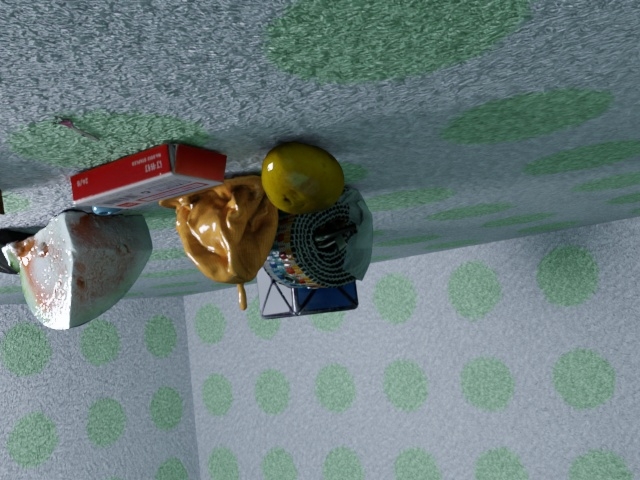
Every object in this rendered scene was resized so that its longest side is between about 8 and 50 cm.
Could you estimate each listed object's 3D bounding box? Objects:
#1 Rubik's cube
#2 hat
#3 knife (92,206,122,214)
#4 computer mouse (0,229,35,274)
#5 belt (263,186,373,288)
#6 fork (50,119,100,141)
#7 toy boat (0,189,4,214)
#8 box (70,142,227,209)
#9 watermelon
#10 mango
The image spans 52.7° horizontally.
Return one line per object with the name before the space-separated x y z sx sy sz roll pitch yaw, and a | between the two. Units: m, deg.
Rubik's cube | -0.051 0.123 2.158 0.259 0.261 0.254 1 171 -34
hat | -0.159 0.017 1.230 0.233 0.234 0.244 -16 172 37
knife | -0.306 -0.088 1.156 0.244 0.032 0.058 -14 166 19
computer mouse | -0.706 0.034 1.491 0.137 0.087 0.269 -9 171 13
belt | 0.000 0.000 1.365 0.149 0.207 0.257 -5 -170 45
fork | -0.307 -0.139 0.815 0.016 0.012 0.115 -4 178 8
toy boat | -0.549 -0.063 0.991 0.077 0.057 0.200 -12 172 1
box | -0.269 -0.097 1.015 0.229 0.050 0.123 -12 173 30
watermelon | -0.511 0.047 1.306 0.319 0.290 0.214 -3 137 -3
mango | -0.034 -0.101 1.038 0.137 0.098 0.195 -5 169 16
